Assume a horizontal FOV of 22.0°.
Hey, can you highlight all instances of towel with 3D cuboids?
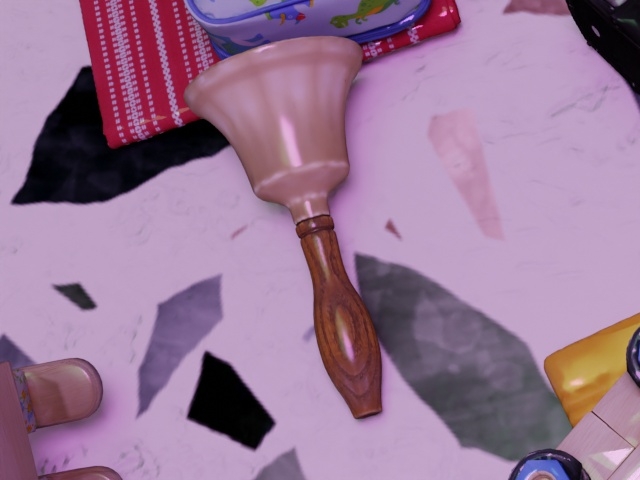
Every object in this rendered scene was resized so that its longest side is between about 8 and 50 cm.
[{"bbox_3d":[-0.045,-0.193,1.205,0.275,0.031,0.199,-19,64,11],"label":"towel"}]

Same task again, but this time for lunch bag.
[{"bbox_3d":[-0.020,-0.238,1.147,0.176,0.090,0.219,-14,66,12],"label":"lunch bag"}]

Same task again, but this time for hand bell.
[{"bbox_3d":[0.000,0.000,1.089,0.126,0.126,0.242,-18,77,10],"label":"hand bell"}]

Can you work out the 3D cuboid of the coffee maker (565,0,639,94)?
[{"bbox_3d":[0.275,-0.160,1.053,0.178,0.120,0.171,-42,86,0],"label":"coffee maker"}]

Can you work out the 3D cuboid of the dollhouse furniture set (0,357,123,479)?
[{"bbox_3d":[-0.159,0.192,0.991,0.161,0.212,0.242,-13,92,15],"label":"dollhouse furniture set"}]

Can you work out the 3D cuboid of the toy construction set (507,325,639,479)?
[{"bbox_3d":[0.225,0.147,0.870,0.327,0.151,0.215,-41,60,-14],"label":"toy construction set"}]

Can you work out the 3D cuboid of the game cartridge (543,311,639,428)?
[{"bbox_3d":[0.318,0.149,0.935,0.285,0.053,0.324,-26,64,6],"label":"game cartridge"}]
